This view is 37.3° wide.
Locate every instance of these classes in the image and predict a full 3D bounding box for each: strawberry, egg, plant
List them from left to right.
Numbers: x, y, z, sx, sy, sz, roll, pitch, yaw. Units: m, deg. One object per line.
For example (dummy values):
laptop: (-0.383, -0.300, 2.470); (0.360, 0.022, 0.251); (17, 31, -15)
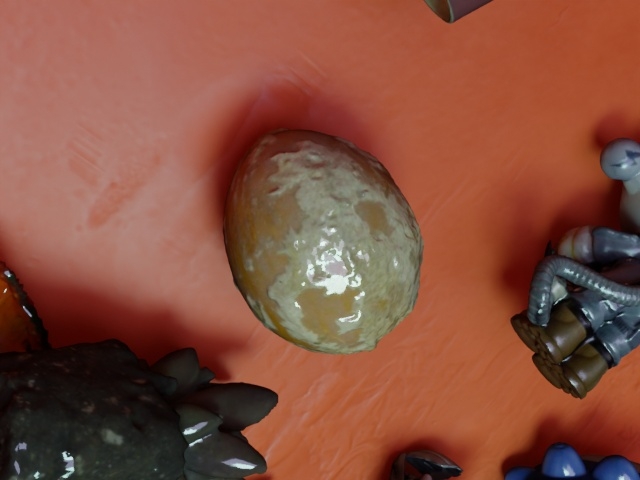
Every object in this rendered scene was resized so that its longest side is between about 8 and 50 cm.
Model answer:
strawberry: (-0.328, 0.103, 0.902); (0.140, 0.085, 0.192); (-35, 127, -15)
plant: (-0.193, 0.192, 0.901); (0.320, 0.194, 0.182); (17, 117, -47)
egg: (0.000, 0.000, 0.931); (0.195, 0.195, 0.233); (-37, 97, -5)

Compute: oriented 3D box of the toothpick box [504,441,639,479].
toothpick box: (0.336, 0.425, 1.187); (0.263, 0.263, 0.355); (-3, 108, -19)

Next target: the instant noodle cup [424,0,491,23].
instant noodle cup: (0.142, -0.323, 0.861); (0.178, 0.235, 0.235); (-34, 117, 5)

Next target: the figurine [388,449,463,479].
figurine: (0.125, 0.292, 1.137); (0.086, 0.094, 0.082); (13, 65, 5)

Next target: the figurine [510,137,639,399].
figurine: (0.387, 0.014, 1.083); (0.382, 0.186, 0.261); (-39, 122, -8)
